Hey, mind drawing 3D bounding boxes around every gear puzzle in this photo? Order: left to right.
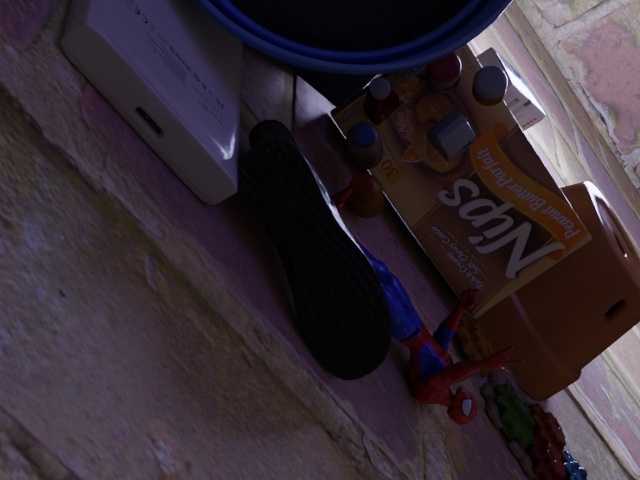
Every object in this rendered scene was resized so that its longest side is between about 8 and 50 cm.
[{"bbox_3d":[0.267,0.223,1.653,0.339,0.044,0.175,56,20,-13],"label":"gear puzzle"}]

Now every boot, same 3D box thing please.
[{"bbox_3d":[0.000,0.000,1.247,0.161,0.083,0.247,-82,149,-80],"label":"boot"}]

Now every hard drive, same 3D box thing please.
[{"bbox_3d":[-0.145,-0.194,1.209,0.203,0.040,0.308,49,22,-31],"label":"hard drive"}]

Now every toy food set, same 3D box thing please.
[{"bbox_3d":[0.106,-0.137,1.468,0.111,0.232,0.104,51,-2,10],"label":"toy food set"}]

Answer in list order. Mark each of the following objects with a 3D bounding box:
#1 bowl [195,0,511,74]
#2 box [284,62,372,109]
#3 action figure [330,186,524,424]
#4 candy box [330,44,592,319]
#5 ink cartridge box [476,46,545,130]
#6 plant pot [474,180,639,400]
[{"bbox_3d":[0.029,-0.348,1.256,0.391,0.391,0.077,61,-8,0],"label":"bowl"},{"bbox_3d":[0.071,-0.363,1.541,0.212,0.293,0.395,41,21,-1],"label":"box"},{"bbox_3d":[0.113,0.063,1.365,0.280,0.139,0.091,60,20,-10],"label":"action figure"},{"bbox_3d":[0.176,-0.080,1.624,0.316,0.183,0.087,54,5,-21],"label":"candy box"},{"bbox_3d":[0.273,-0.226,2.163,0.190,0.139,0.082,21,41,-63],"label":"ink cartridge box"},{"bbox_3d":[0.334,0.052,1.828,0.291,0.203,0.291,51,21,-28],"label":"plant pot"}]
